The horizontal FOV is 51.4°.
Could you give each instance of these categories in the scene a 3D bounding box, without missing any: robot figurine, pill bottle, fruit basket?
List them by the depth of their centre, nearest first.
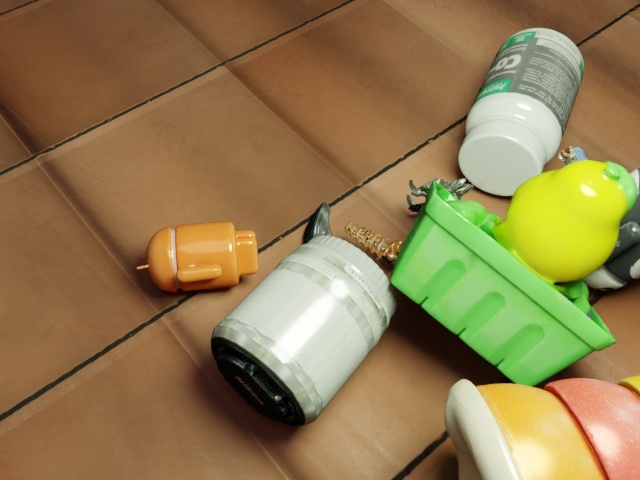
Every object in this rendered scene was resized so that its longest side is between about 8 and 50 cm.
[{"bbox_3d":[0.340,0.010,1.092,0.392,0.392,0.283,14,13,7],"label":"fruit basket"},{"bbox_3d":[0.583,-0.021,1.242,0.209,0.278,0.173,23,43,-29],"label":"robot figurine"},{"bbox_3d":[-0.228,0.030,1.249,0.219,0.128,0.158,-5,58,-8],"label":"robot figurine"},{"bbox_3d":[0.437,-0.281,1.453,0.204,0.204,0.361,22,56,12],"label":"pill bottle"}]

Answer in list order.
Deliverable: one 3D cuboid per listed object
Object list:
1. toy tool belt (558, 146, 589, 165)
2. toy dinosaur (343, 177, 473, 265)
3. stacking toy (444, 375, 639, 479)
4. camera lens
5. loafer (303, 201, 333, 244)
[{"bbox_3d":[0.573,-0.186,1.487,0.052,0.051,0.083,-13,57,-12],"label":"toy tool belt"},{"bbox_3d":[0.218,0.002,1.288,0.322,0.164,0.218,19,71,-16],"label":"toy dinosaur"},{"bbox_3d":[0.440,0.301,0.911,0.480,0.350,0.350,-18,57,0],"label":"stacking toy"},{"bbox_3d":[-0.029,0.152,1.117,0.219,0.219,0.274,34,60,19],"label":"camera lens"},{"bbox_3d":[0.000,0.000,1.330,0.061,0.062,0.170,24,58,-14],"label":"loafer"}]
